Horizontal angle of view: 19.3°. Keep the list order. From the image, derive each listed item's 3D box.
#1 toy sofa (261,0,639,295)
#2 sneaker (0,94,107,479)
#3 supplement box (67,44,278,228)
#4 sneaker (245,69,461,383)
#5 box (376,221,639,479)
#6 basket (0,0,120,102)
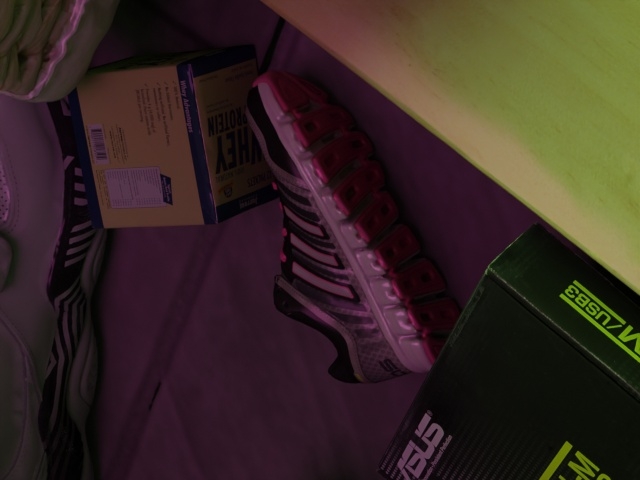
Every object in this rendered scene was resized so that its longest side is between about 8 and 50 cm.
[{"bbox_3d":[0.099,-0.098,0.798,0.362,0.177,0.150,39,98,17],"label":"toy sofa"},{"bbox_3d":[-0.225,0.048,1.001,0.137,0.210,0.366,12,111,30],"label":"sneaker"},{"bbox_3d":[-0.076,-0.053,0.964,0.083,0.056,0.083,-1,104,34],"label":"supplement box"},{"bbox_3d":[0.000,0.000,0.927,0.075,0.063,0.170,-28,94,30],"label":"sneaker"},{"bbox_3d":[0.126,0.109,0.847,0.184,0.045,0.191,39,145,11],"label":"box"},{"bbox_3d":[-0.232,-0.271,0.836,0.331,0.266,0.328,33,108,19],"label":"basket"}]
